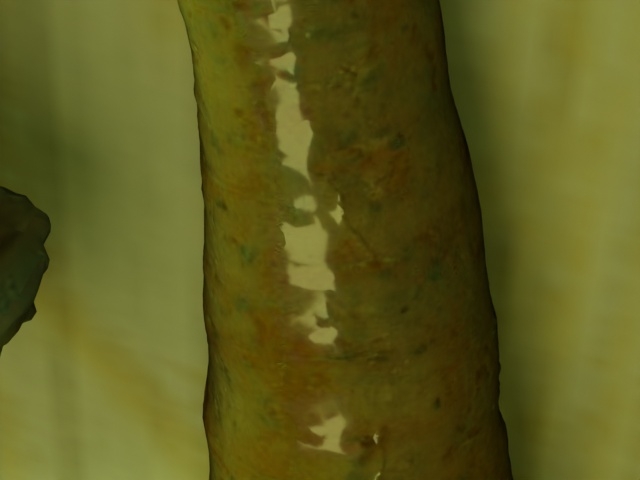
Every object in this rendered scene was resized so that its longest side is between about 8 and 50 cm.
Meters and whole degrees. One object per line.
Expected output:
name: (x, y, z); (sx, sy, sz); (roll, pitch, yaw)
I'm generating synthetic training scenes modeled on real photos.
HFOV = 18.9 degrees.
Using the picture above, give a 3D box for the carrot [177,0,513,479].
carrot: (0.000, 0.000, 0.375); (0.078, 0.078, 0.298); (7, 126, 22)

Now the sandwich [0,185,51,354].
sandwich: (-0.204, 0.008, 0.430); (0.301, 0.250, 0.162); (4, 173, 13)
